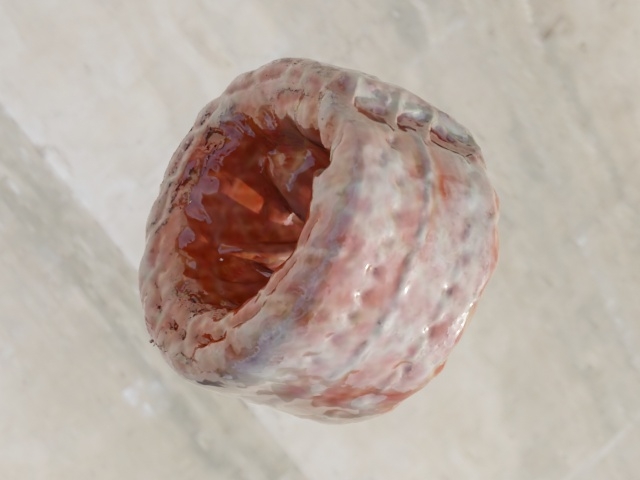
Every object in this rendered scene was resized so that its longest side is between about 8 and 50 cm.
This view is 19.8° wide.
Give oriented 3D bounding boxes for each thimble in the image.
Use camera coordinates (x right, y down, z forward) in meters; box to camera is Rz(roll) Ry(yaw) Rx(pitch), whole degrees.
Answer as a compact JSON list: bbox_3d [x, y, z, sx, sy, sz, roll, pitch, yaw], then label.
[{"bbox_3d":[0.000,0.000,1.249,0.162,0.239,0.239,26,106,-36],"label":"thimble"}]
